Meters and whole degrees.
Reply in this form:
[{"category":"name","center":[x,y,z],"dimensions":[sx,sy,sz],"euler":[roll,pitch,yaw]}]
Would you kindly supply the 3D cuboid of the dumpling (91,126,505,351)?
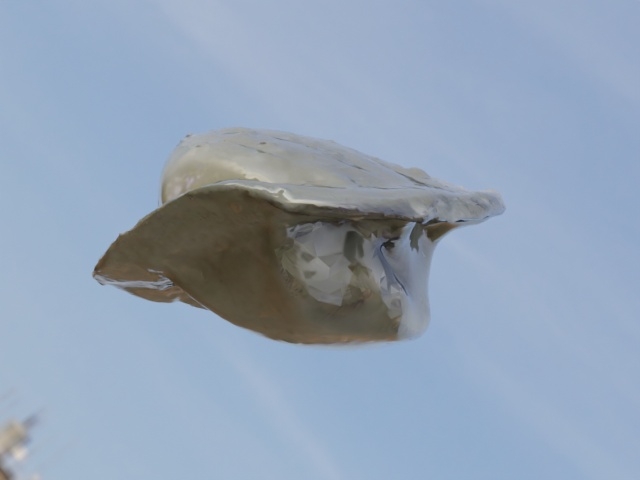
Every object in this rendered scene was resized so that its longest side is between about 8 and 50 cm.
[{"category":"dumpling","center":[-0.001,-0.001,0.759],"dimensions":[0.176,0.092,0.150],"euler":[17,-5,-20]}]
